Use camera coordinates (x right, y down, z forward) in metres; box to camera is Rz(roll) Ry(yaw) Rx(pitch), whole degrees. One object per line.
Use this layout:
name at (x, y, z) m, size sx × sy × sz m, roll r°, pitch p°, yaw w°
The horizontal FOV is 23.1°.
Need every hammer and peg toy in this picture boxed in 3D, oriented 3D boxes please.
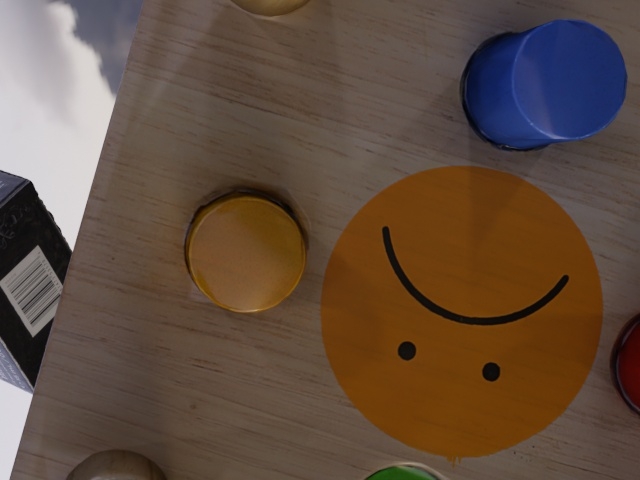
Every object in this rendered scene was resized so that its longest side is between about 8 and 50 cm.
hammer and peg toy at (0.098, 0.029, 0.527) m, size 0.127 × 0.361 × 0.266 m, roll -179°, pitch 103°, yaw -81°

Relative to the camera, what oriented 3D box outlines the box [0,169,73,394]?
box at (-0.271, 0.021, 1.224) m, size 0.158 × 0.093 × 0.156 m, roll 17°, pitch 143°, yaw 41°
